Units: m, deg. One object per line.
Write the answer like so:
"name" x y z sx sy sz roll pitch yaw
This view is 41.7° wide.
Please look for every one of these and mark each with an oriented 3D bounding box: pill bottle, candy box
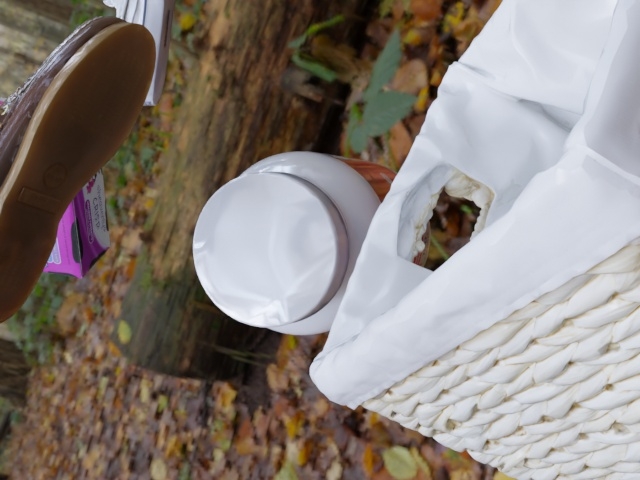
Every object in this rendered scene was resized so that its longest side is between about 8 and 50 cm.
"pill bottle" 0.000 0.000 1.110 0.229 0.229 0.408 -68 -16 10
"candy box" -0.337 -0.061 0.842 0.071 0.234 0.159 -65 -18 -57

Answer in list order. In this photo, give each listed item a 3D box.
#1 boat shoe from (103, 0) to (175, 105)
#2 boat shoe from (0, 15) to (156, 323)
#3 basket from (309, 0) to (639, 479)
"boat shoe" -0.230 -0.302 1.053 0.095 0.084 0.258 -89 8 -82
"boat shoe" -0.179 -0.052 0.511 0.207 0.073 0.073 -59 -27 -9
"basket" 0.207 -0.028 0.517 0.328 0.267 0.331 -64 5 -30
